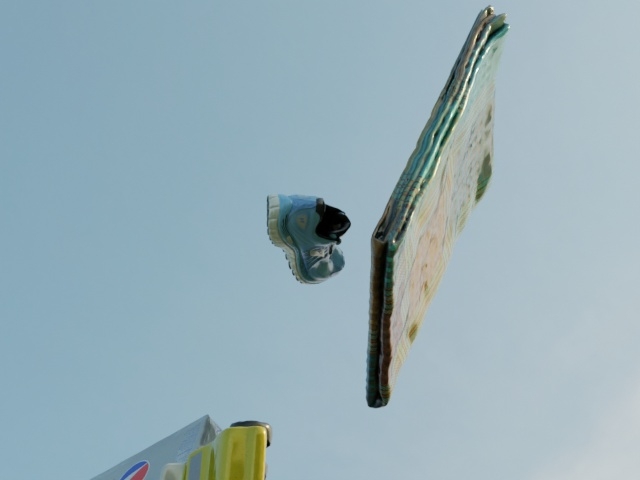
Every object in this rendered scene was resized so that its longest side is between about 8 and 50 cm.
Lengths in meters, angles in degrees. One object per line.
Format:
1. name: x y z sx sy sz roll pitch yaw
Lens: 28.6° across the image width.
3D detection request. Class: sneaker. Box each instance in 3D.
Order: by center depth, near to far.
1. sneaker: 0.000 0.000 1.298 0.073 0.063 0.162 -8 -23 16

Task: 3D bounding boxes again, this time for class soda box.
1. soda box: -0.195 0.292 1.273 0.286 0.091 0.098 -30 -66 25

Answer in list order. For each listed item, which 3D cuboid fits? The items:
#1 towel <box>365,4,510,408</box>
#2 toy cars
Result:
1. towel: 0.126 -0.036 1.331 0.040 0.370 0.271 15 -41 15
2. toy cars: -0.081 0.235 0.883 0.087 0.393 0.176 3 -76 -3
